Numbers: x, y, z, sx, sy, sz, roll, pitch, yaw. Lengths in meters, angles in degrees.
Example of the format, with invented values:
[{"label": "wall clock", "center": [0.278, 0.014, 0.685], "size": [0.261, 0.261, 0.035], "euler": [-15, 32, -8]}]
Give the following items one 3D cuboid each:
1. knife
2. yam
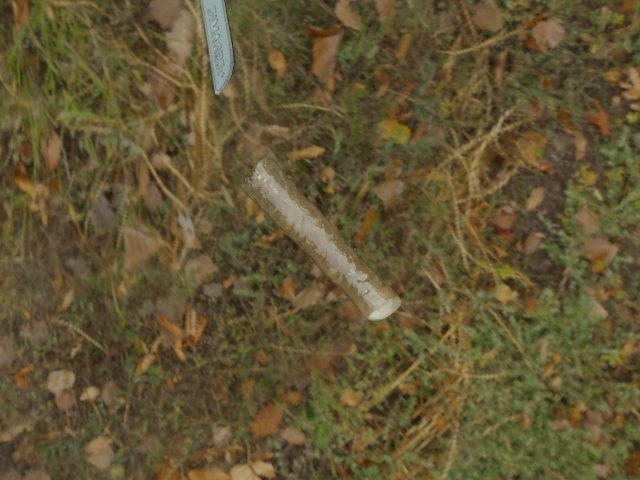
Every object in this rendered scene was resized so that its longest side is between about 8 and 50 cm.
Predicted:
[{"label": "knife", "center": [-0.110, -0.252, 0.951], "size": [0.028, 0.015, 0.210], "euler": [-11, 98, -10]}, {"label": "yam", "center": [0.000, 0.000, 1.394], "size": [0.066, 0.066, 0.300], "euler": [-44, 81, -2]}]
